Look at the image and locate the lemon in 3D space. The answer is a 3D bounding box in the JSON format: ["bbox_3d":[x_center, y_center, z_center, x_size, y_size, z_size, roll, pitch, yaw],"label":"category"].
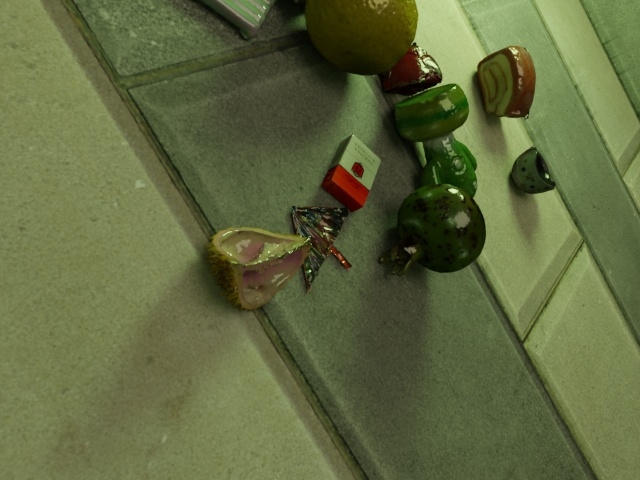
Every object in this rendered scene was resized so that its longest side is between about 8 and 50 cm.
[{"bbox_3d":[0.094,-0.511,1.064,0.267,0.267,0.267,13,67,-34],"label":"lemon"}]

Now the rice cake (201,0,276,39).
[{"bbox_3d":[-0.194,-0.540,0.984,0.198,0.037,0.189,33,57,-25],"label":"rice cake"}]

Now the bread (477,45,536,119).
[{"bbox_3d":[0.609,-0.509,1.509,0.123,0.190,0.244,-12,85,-26],"label":"bread"}]

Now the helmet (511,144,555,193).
[{"bbox_3d":[0.690,-0.220,1.522,0.153,0.107,0.177,60,31,-2],"label":"helmet"}]

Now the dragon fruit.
[{"bbox_3d":[0.236,-0.475,1.245,0.121,0.127,0.160,-5,79,-47],"label":"dragon fruit"}]

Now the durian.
[{"bbox_3d":[-0.109,0.041,0.793,0.165,0.132,0.182,53,39,-25],"label":"durian"}]

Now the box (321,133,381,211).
[{"bbox_3d":[0.073,-0.154,1.057,0.100,0.048,0.152,37,58,-20],"label":"box"}]

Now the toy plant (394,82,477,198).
[{"bbox_3d":[0.323,-0.234,1.221,0.224,0.185,0.315,-34,113,-35],"label":"toy plant"}]

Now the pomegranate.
[{"bbox_3d":[0.255,-0.014,1.056,0.263,0.211,0.211,-33,96,-20],"label":"pomegranate"}]

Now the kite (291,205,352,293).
[{"bbox_3d":[0.000,0.000,0.968,0.189,0.009,0.232,44,54,-19],"label":"kite"}]

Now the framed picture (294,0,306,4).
[{"bbox_3d":[-0.083,-0.666,1.091,0.249,0.016,0.184,58,31,-7],"label":"framed picture"}]
